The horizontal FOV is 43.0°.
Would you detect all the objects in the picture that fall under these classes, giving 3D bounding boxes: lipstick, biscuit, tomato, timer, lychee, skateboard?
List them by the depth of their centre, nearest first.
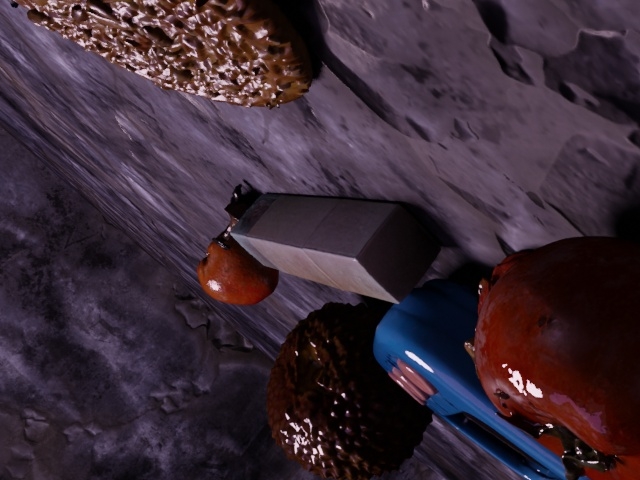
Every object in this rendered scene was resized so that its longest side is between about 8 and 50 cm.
[{"bbox_3d":[0.196,0.080,0.516,0.187,0.151,0.187,39,162,16],"label":"tomato"},{"bbox_3d":[-0.148,-0.179,0.645,0.305,0.038,0.305,21,171,3],"label":"biscuit"},{"bbox_3d":[0.201,0.171,0.880,0.309,0.115,0.340,37,171,10],"label":"timer"},{"bbox_3d":[0.000,0.000,0.950,0.076,0.080,0.371,45,165,-21],"label":"lipstick"},{"bbox_3d":[-0.121,-0.026,1.191,0.067,0.080,0.151,34,170,-8],"label":"skateboard"},{"bbox_3d":[0.055,0.224,1.192,0.267,0.267,0.267,36,167,10],"label":"lychee"}]

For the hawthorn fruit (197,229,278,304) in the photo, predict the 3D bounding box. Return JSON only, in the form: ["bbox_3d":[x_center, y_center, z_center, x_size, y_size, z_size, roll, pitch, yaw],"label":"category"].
[{"bbox_3d":[-0.138,0.052,1.408,0.138,0.133,0.133,28,167,2],"label":"hawthorn fruit"}]

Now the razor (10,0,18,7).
[{"bbox_3d":[-0.410,-0.334,1.039,0.154,0.044,0.028,32,-168,35],"label":"razor"}]

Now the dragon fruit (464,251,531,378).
[{"bbox_3d":[0.169,0.068,0.660,0.083,0.106,0.162,48,167,-33],"label":"dragon fruit"}]

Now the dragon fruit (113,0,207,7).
[{"bbox_3d":[-0.113,-0.216,0.409,0.207,0.150,0.133,48,-163,-16],"label":"dragon fruit"}]
